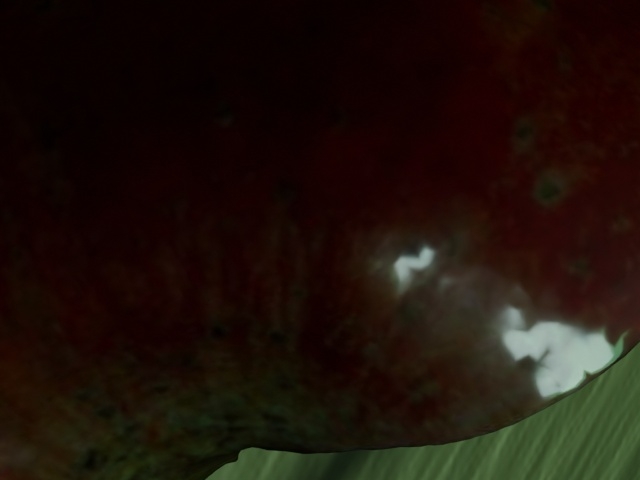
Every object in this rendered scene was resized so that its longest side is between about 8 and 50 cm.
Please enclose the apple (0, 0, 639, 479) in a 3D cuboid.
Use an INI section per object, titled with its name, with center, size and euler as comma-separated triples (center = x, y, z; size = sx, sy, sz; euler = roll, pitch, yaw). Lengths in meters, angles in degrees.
[apple]
center = -0.028, -0.001, 0.626
size = 0.365, 0.328, 0.295
euler = -50, 150, -67
